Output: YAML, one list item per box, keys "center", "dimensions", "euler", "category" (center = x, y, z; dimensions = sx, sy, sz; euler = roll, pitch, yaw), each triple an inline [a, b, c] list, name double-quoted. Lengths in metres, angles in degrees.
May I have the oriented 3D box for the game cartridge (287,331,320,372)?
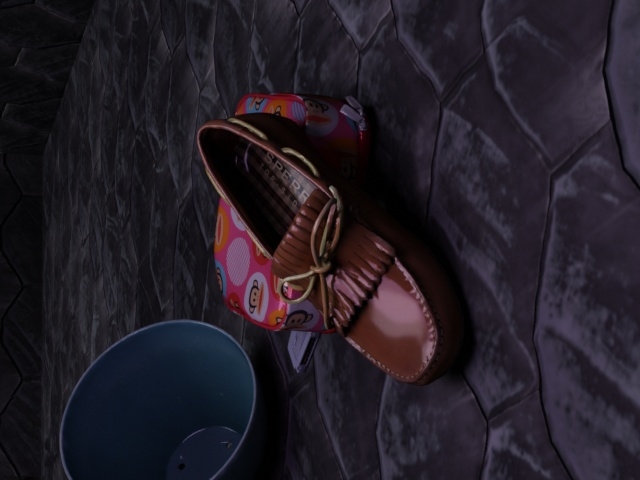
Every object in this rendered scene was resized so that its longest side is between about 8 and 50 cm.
- center: [-0.022, 0.126, 1.441]
  dimensions: [0.056, 0.017, 0.083]
  euler: [-114, 35, -44]
  category: "game cartridge"

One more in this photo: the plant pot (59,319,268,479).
- center: [-0.194, 0.286, 1.559]
  dimensions: [0.195, 0.290, 0.290]
  euler: [62, -170, -50]
  category: "plant pot"

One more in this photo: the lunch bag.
- center: [-0.031, -0.036, 1.344]
  dimensions: [0.258, 0.120, 0.293]
  euler: [18, 102, 63]
  category: "lunch bag"

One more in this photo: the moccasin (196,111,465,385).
- center: [0.002, -0.002, 1.124]
  dimensions: [0.139, 0.147, 0.380]
  euler: [-51, 60, 28]
  category: "moccasin"

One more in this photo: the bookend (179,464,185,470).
- center: [-0.268, 0.402, 1.929]
  dimensions: [0.156, 0.072, 0.157]
  euler: [-108, 31, -43]
  category: "bookend"
